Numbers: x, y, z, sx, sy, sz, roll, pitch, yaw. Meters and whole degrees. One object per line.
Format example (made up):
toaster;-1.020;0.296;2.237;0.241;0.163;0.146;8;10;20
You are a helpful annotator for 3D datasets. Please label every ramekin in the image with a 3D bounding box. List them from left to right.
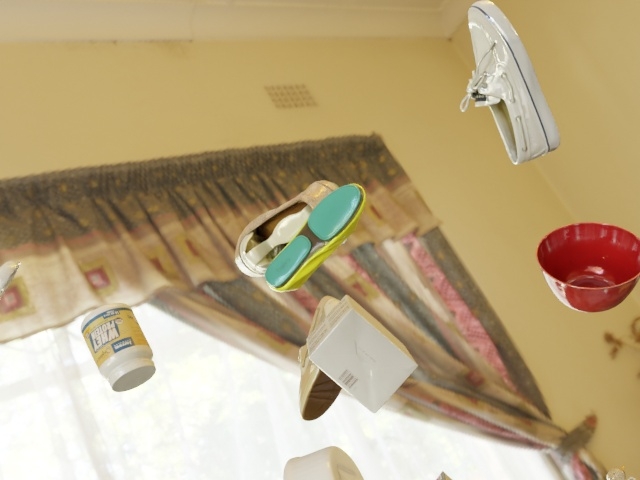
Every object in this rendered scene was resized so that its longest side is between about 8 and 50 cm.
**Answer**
ramekin;0.030;0.680;2.032;0.135;0.277;0.277;-29;-18;13

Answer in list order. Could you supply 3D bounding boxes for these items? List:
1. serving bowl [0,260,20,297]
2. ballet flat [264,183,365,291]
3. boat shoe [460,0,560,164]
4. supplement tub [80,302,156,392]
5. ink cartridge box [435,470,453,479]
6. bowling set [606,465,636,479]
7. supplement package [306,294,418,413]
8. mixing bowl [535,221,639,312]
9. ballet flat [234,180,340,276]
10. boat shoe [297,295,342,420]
serving bowl;-0.577;0.070;1.395;0.083;0.027;0.083;-55;14;20
ballet flat;0.000;0.000;1.294;0.231;0.077;0.077;-47;-35;10
boat shoe;0.377;-0.333;1.689;0.157;0.367;0.136;-27;10;-4
supplement tub;-0.524;0.278;2.007;0.144;0.199;0.144;-27;-25;-14
ink cartridge box;0.221;0.763;1.821;0.395;0.151;0.270;-51;-10;-1
bowling set;0.622;0.663;1.825;0.200;0.154;0.286;6;-62;-29
supplement package;0.088;0.251;1.744;0.149;0.194;0.203;-48;4;2
mixing bowl;0.468;0.059;1.335;0.182;0.181;0.098;-25;-53;-14
ballet flat;-0.083;-0.007;1.430;0.316;0.107;0.106;-41;3;39
boat shoe;0.004;0.320;2.088;0.122;0.110;0.340;12;-80;-44
